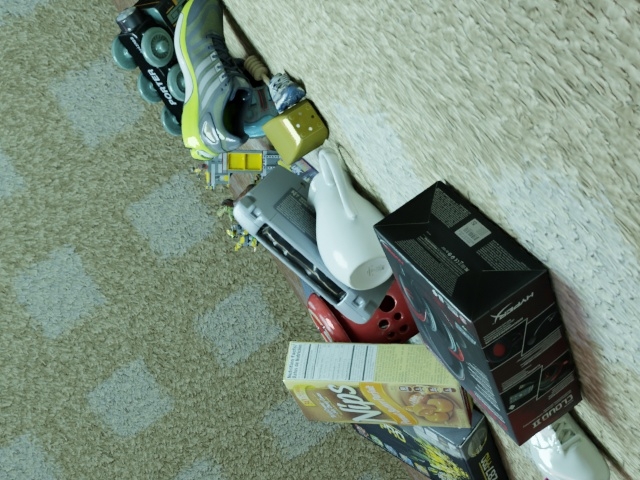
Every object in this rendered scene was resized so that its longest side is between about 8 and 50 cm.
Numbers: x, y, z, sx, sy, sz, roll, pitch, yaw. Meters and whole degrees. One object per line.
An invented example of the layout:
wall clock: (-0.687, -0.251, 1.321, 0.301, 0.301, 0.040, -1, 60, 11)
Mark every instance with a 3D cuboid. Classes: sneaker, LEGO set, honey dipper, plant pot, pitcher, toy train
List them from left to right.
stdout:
toy train: (-0.280, -0.357, 2.083, 0.142, 0.190, 0.334, 3, 138, 43)
sneaker: (-0.178, -0.294, 1.821, 0.121, 0.111, 0.300, -1, 97, 35)
LEGO set: (-0.189, -0.102, 2.238, 0.331, 0.192, 0.255, -120, 31, -74)
sneaker: (-0.148, -0.297, 1.941, 0.262, 0.104, 0.125, 41, 147, 47)
honey dipper: (-0.079, -0.265, 1.800, 0.161, 0.030, 0.030, 49, 170, 25)
sneaker: (-0.064, -0.249, 1.695, 0.058, 0.052, 0.135, 61, 171, -5)
plant pot: (-0.035, -0.186, 1.688, 0.081, 0.081, 0.083, 56, 160, 1)
pitcher: (0.044, -0.037, 1.685, 0.178, 0.125, 0.207, 78, 169, -53)
plant pot: (0.079, 0.133, 1.954, 0.191, 0.174, 0.191, 57, 172, 12)
sneaker: (0.310, 0.246, 1.387, 0.212, 0.080, 0.094, 50, 159, 44)

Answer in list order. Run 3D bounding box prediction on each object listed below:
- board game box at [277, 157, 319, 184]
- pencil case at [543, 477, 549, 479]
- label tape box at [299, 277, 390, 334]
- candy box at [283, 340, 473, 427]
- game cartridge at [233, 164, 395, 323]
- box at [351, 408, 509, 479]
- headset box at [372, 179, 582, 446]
board game box: (-0.009, -0.085, 2.045, 0.170, 0.048, 0.141, 47, 166, 52)
pencil case: (0.402, 0.439, 1.505, 0.236, 0.104, 0.104, 59, 172, -26)
label tape box: (0.046, 0.104, 2.266, 0.249, 0.115, 0.348, 50, 166, 35)
candy box: (0.109, 0.261, 1.853, 0.183, 0.316, 0.087, 67, -153, -53)
game cartridge: (0.000, 0.000, 1.796, 0.297, 0.062, 0.198, 41, -153, -1)
box: (0.199, 0.387, 2.175, 0.395, 0.097, 0.318, 28, 154, 36)
headset box: (0.202, 0.101, 1.280, 0.218, 0.110, 0.293, 47, 168, 45)
